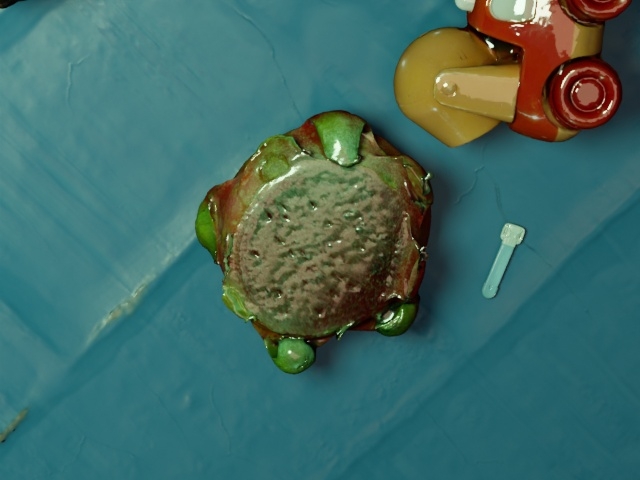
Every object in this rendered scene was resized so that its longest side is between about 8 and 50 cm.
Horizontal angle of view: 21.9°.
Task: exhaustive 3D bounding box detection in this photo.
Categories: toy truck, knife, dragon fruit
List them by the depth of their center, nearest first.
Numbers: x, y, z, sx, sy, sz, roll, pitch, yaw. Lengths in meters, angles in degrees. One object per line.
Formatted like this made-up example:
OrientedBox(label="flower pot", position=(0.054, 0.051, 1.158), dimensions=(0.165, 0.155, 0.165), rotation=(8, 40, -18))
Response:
OrientedBox(label="toy truck", position=(0.205, -0.225, 1.784), dimensions=(0.239, 0.189, 0.265), rotation=(6, 105, 0))
OrientedBox(label="dragon fruit", position=(0.000, 0.000, 1.842), dimensions=(0.268, 0.130, 0.295), rotation=(20, 102, -13))
OrientedBox(label="knife", position=(0.211, 0.024, 1.941), dimensions=(0.027, 0.010, 0.096), rotation=(17, 105, -13))

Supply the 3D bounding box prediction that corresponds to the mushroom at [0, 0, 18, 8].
OrientedBox(label="mushroom", position=(-0.317, -0.379, 1.658), dimensions=(0.263, 0.195, 0.283), rotation=(-8, 115, -43))
